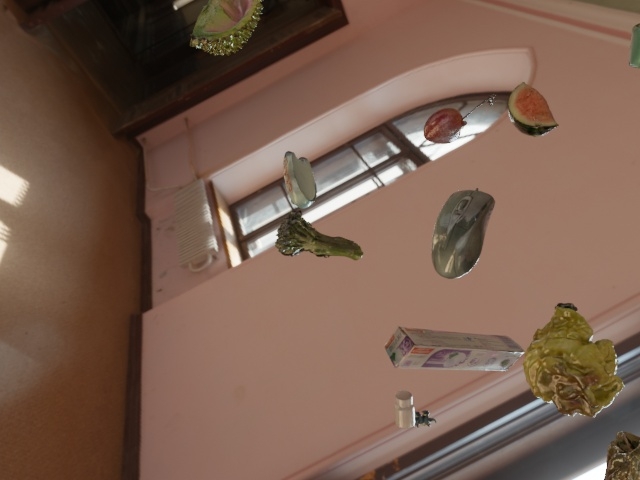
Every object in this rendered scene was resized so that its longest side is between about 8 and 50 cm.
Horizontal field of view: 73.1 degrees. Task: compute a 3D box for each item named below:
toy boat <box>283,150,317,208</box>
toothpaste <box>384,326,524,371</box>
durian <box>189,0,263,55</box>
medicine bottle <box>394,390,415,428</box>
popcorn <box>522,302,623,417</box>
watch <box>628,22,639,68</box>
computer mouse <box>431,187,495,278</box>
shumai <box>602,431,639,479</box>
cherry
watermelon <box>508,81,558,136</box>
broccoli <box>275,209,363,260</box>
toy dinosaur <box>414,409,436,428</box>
[{"bbox_3d":[-0.080,-0.207,1.507,0.134,0.079,0.207,13,60,-57],"label":"toy boat"},{"bbox_3d":[0.177,0.140,0.558,0.197,0.047,0.040,10,33,-28],"label":"toothpaste"},{"bbox_3d":[-0.187,-0.458,0.902,0.095,0.137,0.220,94,3,-68],"label":"durian"},{"bbox_3d":[0.222,0.447,1.143,0.052,0.052,0.089,-114,-163,-74],"label":"medicine bottle"},{"bbox_3d":[0.786,0.394,1.348,0.237,0.293,0.292,-29,91,-57],"label":"popcorn"},{"bbox_3d":[0.532,-0.266,0.548,0.195,0.237,0.068,-104,180,-66],"label":"watch"},{"bbox_3d":[0.515,-0.043,1.605,0.188,0.370,0.122,14,-13,43],"label":"computer mouse"},{"bbox_3d":[0.476,0.385,0.541,0.222,0.225,0.260,21,66,-44],"label":"shumai"},{"bbox_3d":[0.402,-0.345,1.253,0.090,0.226,0.106,-110,180,-48],"label":"cherry"},{"bbox_3d":[0.696,-0.431,1.442,0.063,0.119,0.244,37,32,-42],"label":"watermelon"},{"bbox_3d":[0.000,0.002,1.478,0.145,0.305,0.164,122,-17,-66],"label":"broccoli"},{"bbox_3d":[0.321,0.566,1.361,0.030,0.084,0.047,-125,-155,-88],"label":"toy dinosaur"}]
